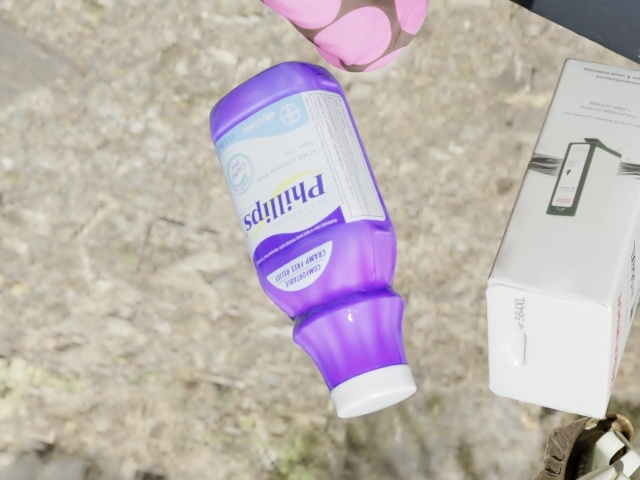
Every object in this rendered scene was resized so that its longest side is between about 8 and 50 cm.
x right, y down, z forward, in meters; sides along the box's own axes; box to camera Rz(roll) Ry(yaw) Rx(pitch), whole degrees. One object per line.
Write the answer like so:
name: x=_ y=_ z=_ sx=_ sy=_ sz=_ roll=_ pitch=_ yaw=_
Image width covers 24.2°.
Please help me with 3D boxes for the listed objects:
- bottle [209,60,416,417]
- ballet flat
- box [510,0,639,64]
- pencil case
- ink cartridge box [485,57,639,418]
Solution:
bottle: x=0.000 y=0.000 z=1.200 sx=0.118 sy=0.283 sz=0.092 roll=-29 pitch=161 yaw=32
ballet flat: x=0.301 y=0.280 z=1.651 sx=0.124 sy=0.342 sz=0.116 roll=-40 pitch=92 yaw=23
box: x=0.346 y=-0.367 z=1.241 sx=0.472 sy=0.297 sz=0.480 roll=24 pitch=163 yaw=-16
pencil case: x=-0.028 y=-0.184 z=0.919 sx=0.098 sy=0.095 sz=0.209 roll=19 pitch=170 yaw=47
ink cartridge box: x=0.184 y=-0.001 z=1.039 sx=0.086 sy=0.203 sz=0.148 roll=12 pitch=147 yaw=17
